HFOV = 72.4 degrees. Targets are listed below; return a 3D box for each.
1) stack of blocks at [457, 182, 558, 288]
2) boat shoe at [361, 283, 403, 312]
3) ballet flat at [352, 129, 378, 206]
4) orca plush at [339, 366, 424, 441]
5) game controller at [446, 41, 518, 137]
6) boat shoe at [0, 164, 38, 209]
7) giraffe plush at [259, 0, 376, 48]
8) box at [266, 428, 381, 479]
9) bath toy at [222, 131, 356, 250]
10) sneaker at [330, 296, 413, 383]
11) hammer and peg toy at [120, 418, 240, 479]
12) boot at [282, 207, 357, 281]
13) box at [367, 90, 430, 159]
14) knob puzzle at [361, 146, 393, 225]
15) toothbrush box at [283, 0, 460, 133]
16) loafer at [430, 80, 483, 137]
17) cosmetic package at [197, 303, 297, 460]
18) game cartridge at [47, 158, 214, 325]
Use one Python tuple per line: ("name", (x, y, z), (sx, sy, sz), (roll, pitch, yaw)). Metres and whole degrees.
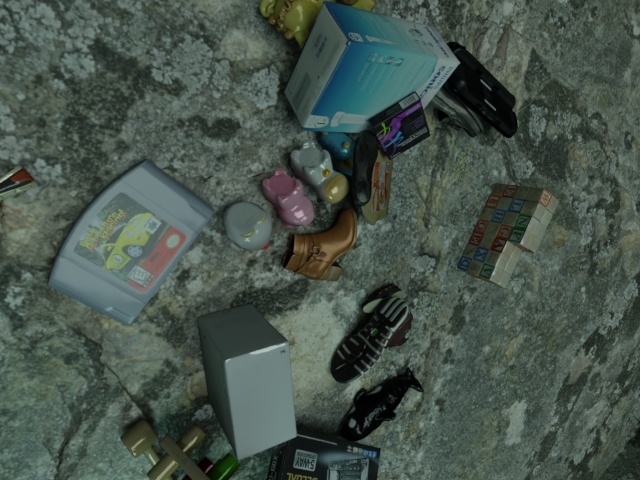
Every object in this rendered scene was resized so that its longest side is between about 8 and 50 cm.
("stack of blocks", (0.559, -0.014, 1.317), (0.087, 0.171, 0.297), (26, 89, -32))
("boat shoe", (0.167, 0.161, 1.210), (0.132, 0.042, 0.049), (-20, 137, -24))
("ballet flat", (0.090, -0.160, 0.964), (0.057, 0.049, 0.173), (11, 82, -16))
("orca plush", (0.196, 0.498, 1.272), (0.287, 0.102, 0.151), (-16, 110, -26))
("game controller", (0.432, -0.397, 1.173), (0.319, 0.067, 0.167), (21, 66, -36))
("boat shoe", (-0.548, -0.071, 0.734), (0.137, 0.049, 0.043), (-43, 122, -20))
("giraffe plush", (-0.017, -0.481, 0.883), (0.171, 0.181, 0.210), (-52, 148, 17))
("box", (0.006, 0.640, 1.138), (0.307, 0.076, 0.243), (26, 61, -26))
("bath toy", (-0.057, -0.096, 0.974), (0.348, 0.129, 0.151), (-42, 75, -17))
("sneaker", (0.163, 0.294, 1.208), (0.281, 0.106, 0.162), (-47, 140, 3))
("hammer and peg toy", (-0.242, 0.506, 0.914), (0.127, 0.361, 0.266), (-43, 141, -30))
("boot", (0.000, 0.000, 1.056), (0.152, 0.073, 0.197), (16, 91, -28))
("box", (0.183, -0.253, 0.991), (0.116, 0.029, 0.162), (-30, 157, 12))
("knob puzzle", (0.128, -0.133, 1.081), (0.213, 0.029, 0.213), (-32, 127, -56))
("toothbrush box", (0.104, -0.344, 0.920), (0.295, 0.216, 0.126), (-7, 61, -32))
("loafer", (0.322, -0.357, 1.154), (0.267, 0.096, 0.084), (39, 101, -24))
("cosmetic package", (-0.163, 0.289, 0.941), (0.138, 0.224, 0.224), (-12, 107, -28))
("game cartridge", (-0.370, 0.000, 0.852), (0.196, 0.060, 0.294), (39, 82, -27))
